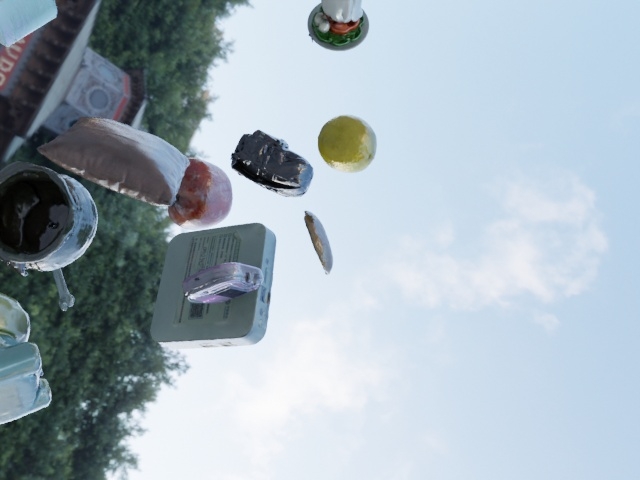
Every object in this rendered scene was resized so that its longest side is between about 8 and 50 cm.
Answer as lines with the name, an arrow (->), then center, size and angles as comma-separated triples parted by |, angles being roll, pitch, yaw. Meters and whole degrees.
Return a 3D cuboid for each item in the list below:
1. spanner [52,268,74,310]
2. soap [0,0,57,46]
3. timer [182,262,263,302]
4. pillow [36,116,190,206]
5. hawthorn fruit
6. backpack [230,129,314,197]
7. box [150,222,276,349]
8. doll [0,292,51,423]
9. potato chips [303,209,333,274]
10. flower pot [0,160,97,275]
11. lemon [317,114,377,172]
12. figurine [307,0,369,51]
spanner -> -0.856, 0.096, 1.838 | 0.071, 0.017, 0.301 | -39, -116, 21
soap -> -0.982, -0.751, 1.843 | 0.094, 0.150, 0.261 | 22, -131, 8
timer -> -0.272, 0.123, 1.602 | 0.191, 0.208, 0.069 | -23, -110, 21
pillow -> -0.478, -0.205, 1.381 | 0.108, 0.306, 0.307 | -62, -164, 20
hawthorn fruit -> -0.475, -0.177, 2.178 | 0.284, 0.284, 0.284 | -20, -123, 33
backpack -> -0.093, -0.155, 1.156 | 0.120, 0.165, 0.105 | 120, -9, -85
box -> -0.339, 0.146, 1.835 | 0.397, 0.111, 0.395 | -7, -117, 24
doll -> -0.629, 0.207, 1.080 | 0.260, 0.162, 0.177 | 49, -35, 34
potato chips -> 0.000, 0.000, 1.704 | 0.049, 0.150, 0.201 | -22, -111, 1
flower pot -> -0.773, -0.054, 1.532 | 0.302, 0.213, 0.301 | 0, -100, -3
lemon -> 0.088, -0.297, 1.763 | 0.203, 0.178, 0.178 | 31, -90, 30
figurine -> 0.036, -0.459, 1.100 | 0.132, 0.153, 0.132 | 0, -107, -1
